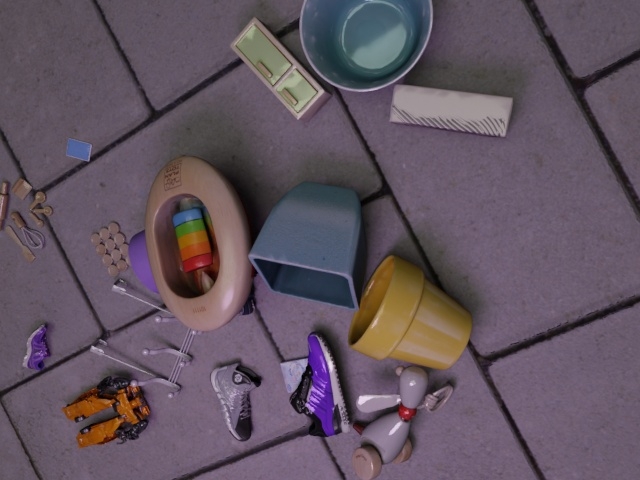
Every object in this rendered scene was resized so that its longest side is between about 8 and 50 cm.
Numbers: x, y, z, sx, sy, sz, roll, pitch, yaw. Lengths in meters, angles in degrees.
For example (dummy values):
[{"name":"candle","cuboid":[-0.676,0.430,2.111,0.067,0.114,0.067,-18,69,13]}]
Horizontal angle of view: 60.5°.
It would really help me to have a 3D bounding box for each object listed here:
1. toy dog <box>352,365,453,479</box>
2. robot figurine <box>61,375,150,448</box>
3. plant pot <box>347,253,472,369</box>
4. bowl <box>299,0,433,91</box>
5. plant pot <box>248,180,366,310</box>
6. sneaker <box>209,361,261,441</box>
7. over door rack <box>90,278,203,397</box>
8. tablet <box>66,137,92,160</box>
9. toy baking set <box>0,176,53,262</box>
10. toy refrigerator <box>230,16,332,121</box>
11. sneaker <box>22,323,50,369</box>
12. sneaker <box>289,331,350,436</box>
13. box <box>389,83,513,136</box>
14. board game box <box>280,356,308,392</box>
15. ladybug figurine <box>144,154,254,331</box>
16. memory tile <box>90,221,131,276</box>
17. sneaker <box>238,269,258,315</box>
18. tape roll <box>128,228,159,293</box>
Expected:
[{"name":"toy dog","cuboid":[0.172,0.452,1.432,0.161,0.220,0.333,37,99,41]},{"name":"robot figurine","cuboid":[-0.657,0.533,1.705,0.291,0.085,0.211,-24,90,17]},{"name":"plant pot","cuboid":[0.227,0.195,1.352,0.239,0.254,0.254,25,103,-6]},{"name":"bowl","cuboid":[0.119,-0.506,1.322,0.312,0.163,0.311,2,97,15]},{"name":"plant pot","cuboid":[0.000,0.000,1.372,0.248,0.247,0.252,11,66,14]},{"name":"sneaker","cuboid":[-0.220,0.457,1.577,0.132,0.086,0.228,-24,89,14]},{"name":"over door rack","cuboid":[-0.531,0.297,1.630,0.324,0.108,0.239,26,102,11]},{"name":"tablet","cuboid":[-0.734,-0.276,1.667,0.083,0.006,0.054,16,100,12]},{"name":"toy baking set","cuboid":[-0.950,-0.067,1.739,0.197,0.030,0.256,21,102,12]},{"name":"toy refrigerator","cuboid":[-0.103,-0.442,1.427,0.102,0.094,0.269,-43,85,16]},{"name":"sneaker","cuboid":[-0.902,0.344,1.771,0.071,0.068,0.169,21,111,-3]},{"name":"sneaker","cuboid":[-0.019,0.399,1.484,0.146,0.102,0.293,-14,93,-2]},{"name":"box","cuboid":[0.313,-0.311,1.321,0.275,0.113,0.094,11,101,15]},{"name":"board game box","cuboid":[-0.060,0.380,1.555,0.090,0.020,0.090,-13,93,15]},{"name":"ladybug figurine","cuboid":[-0.290,0.000,1.382,0.305,0.162,0.449,-14,83,27]},{"name":"memory tile","cuboid":[-0.631,0.028,1.673,0.113,0.012,0.148,-29,89,17]},{"name":"sneaker","cuboid":[-0.192,0.115,1.516,0.226,0.086,0.163,-24,79,26]},{"name":"tape roll","cuboid":[-0.438,0.048,1.530,0.080,0.189,0.189,-25,90,16]}]
